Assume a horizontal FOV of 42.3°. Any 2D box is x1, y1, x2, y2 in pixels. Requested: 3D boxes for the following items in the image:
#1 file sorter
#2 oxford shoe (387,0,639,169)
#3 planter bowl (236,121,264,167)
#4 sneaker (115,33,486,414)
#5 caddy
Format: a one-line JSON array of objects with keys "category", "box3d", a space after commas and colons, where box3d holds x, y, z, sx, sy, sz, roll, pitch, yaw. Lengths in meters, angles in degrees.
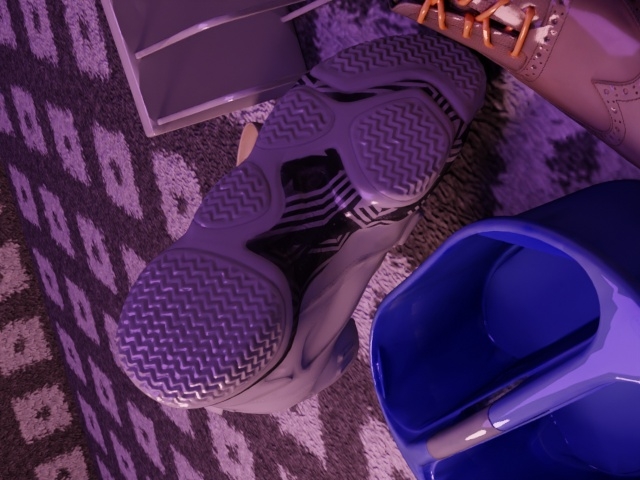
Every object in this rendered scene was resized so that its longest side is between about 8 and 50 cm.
[{"category": "file sorter", "box3d": [-0.084, -0.260, 0.748, 0.173, 0.193, 0.277, 0, 110, 55]}, {"category": "oxford shoe", "box3d": [0.119, -0.151, 0.533, 0.363, 0.133, 0.130, 52, 152, 29]}, {"category": "planter bowl", "box3d": [-0.019, -0.041, 0.849, 0.162, 0.109, 0.162, 177, 90, -73]}, {"category": "sneaker", "box3d": [0.000, 0.000, 0.696, 0.137, 0.366, 0.210, 37, 167, 20]}, {"category": "caddy", "box3d": [0.160, 0.108, 0.612, 0.241, 0.179, 0.341, 58, 149, 13]}]
